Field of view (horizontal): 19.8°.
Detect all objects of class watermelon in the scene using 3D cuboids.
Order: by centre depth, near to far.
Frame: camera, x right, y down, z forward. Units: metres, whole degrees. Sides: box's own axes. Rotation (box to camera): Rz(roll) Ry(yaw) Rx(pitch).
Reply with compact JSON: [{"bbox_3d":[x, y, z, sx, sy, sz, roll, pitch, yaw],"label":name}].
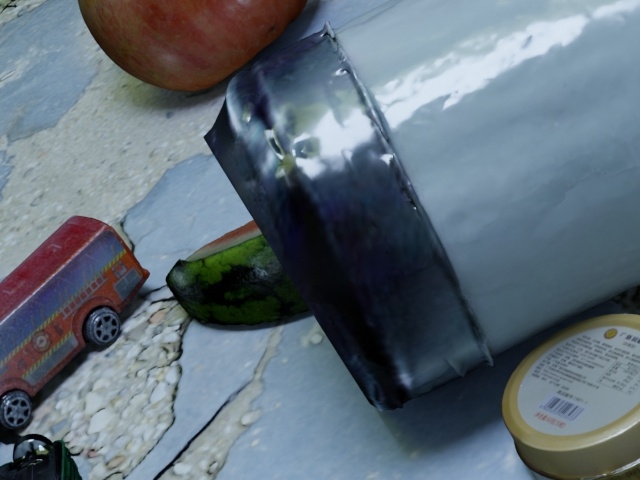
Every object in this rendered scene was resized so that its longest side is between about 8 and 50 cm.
[{"bbox_3d":[-0.003,-0.006,1.237,0.245,0.063,0.119,-25,18,12],"label":"watermelon"}]

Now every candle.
[{"bbox_3d":[0.122,-0.064,1.046,0.343,0.221,0.221,-28,31,3],"label":"candle"}]

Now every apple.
[{"bbox_3d":[-0.103,-0.222,1.530,0.209,0.164,0.209,-34,23,16],"label":"apple"}]

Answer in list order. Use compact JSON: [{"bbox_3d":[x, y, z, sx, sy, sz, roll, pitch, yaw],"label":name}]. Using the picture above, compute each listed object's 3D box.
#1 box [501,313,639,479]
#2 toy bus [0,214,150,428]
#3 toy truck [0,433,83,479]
[{"bbox_3d":[0.150,0.086,0.981,0.105,0.037,0.105,-22,33,15],"label":"box"},{"bbox_3d":[-0.208,0.066,1.286,0.192,0.077,0.065,-45,31,-23],"label":"toy bus"},{"bbox_3d":[-0.205,0.183,1.112,0.147,0.079,0.065,-27,30,9],"label":"toy truck"}]
